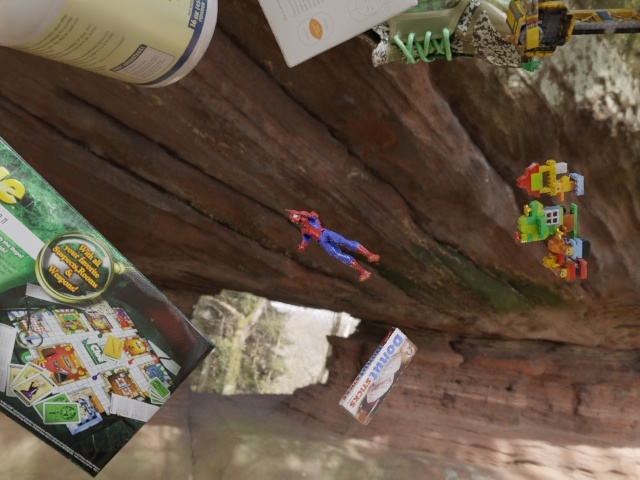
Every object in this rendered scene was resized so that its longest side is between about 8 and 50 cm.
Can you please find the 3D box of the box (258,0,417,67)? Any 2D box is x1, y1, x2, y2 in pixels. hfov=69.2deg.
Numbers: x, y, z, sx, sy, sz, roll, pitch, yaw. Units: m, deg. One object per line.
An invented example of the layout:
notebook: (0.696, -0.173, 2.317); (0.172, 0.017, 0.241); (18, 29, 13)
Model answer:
box: (0.009, -0.314, 0.558); (0.171, 0.091, 0.130); (-22, -57, 10)

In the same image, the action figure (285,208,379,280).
action figure: (0.000, 0.000, 1.196); (0.280, 0.091, 0.139); (35, 23, 31)

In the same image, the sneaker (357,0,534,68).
sneaker: (0.178, -0.370, 0.845); (0.411, 0.182, 0.158); (35, -2, 29)

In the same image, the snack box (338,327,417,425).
snack box: (0.111, 0.254, 0.875); (0.064, 0.178, 0.022); (44, -20, -13)

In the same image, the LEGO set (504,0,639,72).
LEGO set: (0.318, -0.289, 0.419); (0.255, 0.192, 0.331); (8, -45, 0)

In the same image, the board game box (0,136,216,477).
board game box: (-0.211, 0.044, 0.341); (0.259, 0.136, 0.030); (53, -21, -23)

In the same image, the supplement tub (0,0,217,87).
supplement tub: (-0.322, -0.348, 0.601); (0.236, 0.235, 0.325); (8, 7, 27)

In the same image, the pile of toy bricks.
pile of toy bricks: (0.393, -0.025, 0.816); (0.105, 0.212, 0.118); (-9, 18, 7)
